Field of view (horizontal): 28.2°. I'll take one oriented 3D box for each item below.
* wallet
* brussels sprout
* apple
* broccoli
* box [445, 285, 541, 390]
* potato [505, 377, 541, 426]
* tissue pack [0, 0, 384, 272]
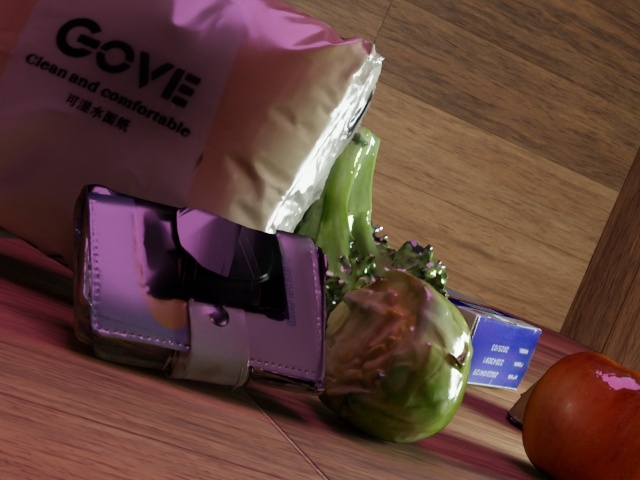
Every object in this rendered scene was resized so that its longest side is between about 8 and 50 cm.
[{"bbox_3d":[-0.093,0.040,1.052,0.231,0.069,0.170,15,49,-25],"label":"wallet"},{"bbox_3d":[0.074,0.111,1.141,0.122,0.149,0.151,38,34,-33],"label":"brussels sprout"},{"bbox_3d":[0.285,0.195,1.292,0.163,0.139,0.163,31,-7,4],"label":"apple"},{"bbox_3d":[-0.011,0.014,1.411,0.288,0.260,0.235,18,-30,-29],"label":"broccoli"},{"bbox_3d":[0.144,0.112,1.882,0.299,0.106,0.200,24,5,36],"label":"box"},{"bbox_3d":[0.339,0.209,1.597,0.182,0.117,0.202,26,3,6],"label":"potato"},{"bbox_3d":[-0.172,-0.113,1.235,0.375,0.390,0.195,26,-20,1],"label":"tissue pack"}]
